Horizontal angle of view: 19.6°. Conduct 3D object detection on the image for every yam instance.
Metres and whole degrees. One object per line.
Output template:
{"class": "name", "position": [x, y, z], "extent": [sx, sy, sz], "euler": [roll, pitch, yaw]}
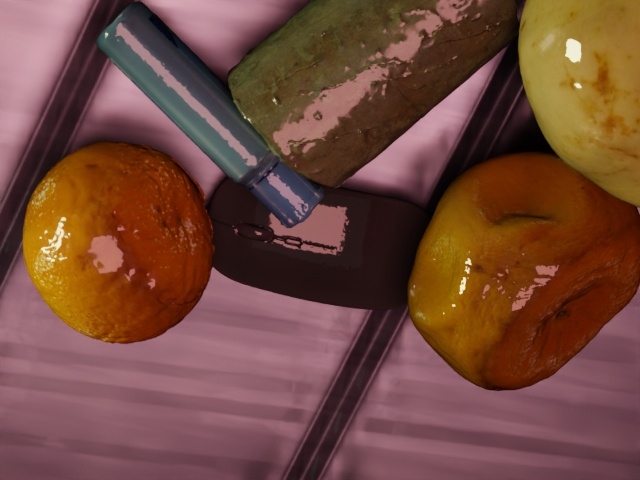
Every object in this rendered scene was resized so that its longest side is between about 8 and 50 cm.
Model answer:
{"class": "yam", "position": [0.053, -0.179, 1.742], "extent": [0.268, 0.161, 0.161], "euler": [-41, 105, 4]}

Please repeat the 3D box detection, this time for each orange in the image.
{"class": "orange", "position": [0.192, 0.026, 1.802], "extent": [0.249, 0.183, 0.249], "euler": [-29, 148, -20]}
{"class": "orange", "position": [-0.195, 0.003, 1.758], "extent": [0.161, 0.193, 0.193], "euler": [-16, 110, 35]}

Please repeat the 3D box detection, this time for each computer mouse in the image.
{"class": "computer mouse", "position": [0.001, 0.000, 1.838], "extent": [0.232, 0.057, 0.120], "euler": [13, 103, -10]}

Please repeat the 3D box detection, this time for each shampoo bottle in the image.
{"class": "shampoo bottle", "position": [-0.102, -0.117, 1.754], "extent": [0.061, 0.104, 0.258], "euler": [-44, 97, 7]}

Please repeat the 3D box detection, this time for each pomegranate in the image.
{"class": "pomegranate", "position": [0.332, -0.184, 1.683], "extent": [0.343, 0.342, 0.342], "euler": [-2, 105, -6]}
